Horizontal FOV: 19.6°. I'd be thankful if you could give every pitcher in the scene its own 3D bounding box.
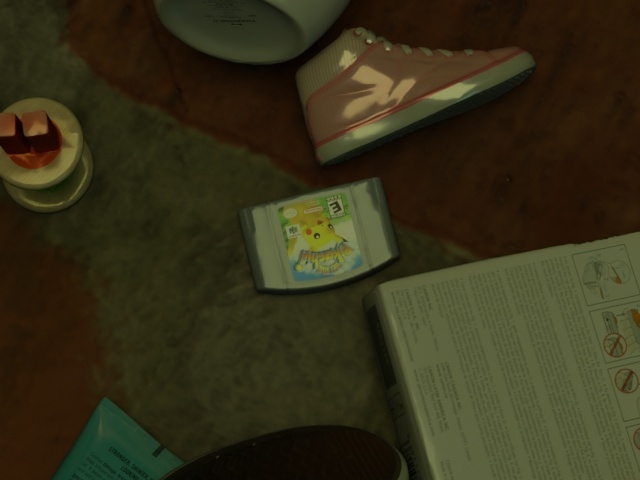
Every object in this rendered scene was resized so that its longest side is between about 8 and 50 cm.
[{"bbox_3d":[-0.050,-0.208,1.040,0.178,0.125,0.207,2,65,23],"label":"pitcher"}]

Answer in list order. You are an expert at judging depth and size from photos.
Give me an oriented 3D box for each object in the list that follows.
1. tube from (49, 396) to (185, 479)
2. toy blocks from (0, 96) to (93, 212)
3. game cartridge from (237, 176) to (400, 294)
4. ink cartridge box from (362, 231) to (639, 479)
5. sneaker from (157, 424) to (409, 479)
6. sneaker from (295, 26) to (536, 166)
[{"bbox_3d":[-0.148,0.187,0.978,0.080,0.052,0.207,39,75,0],"label":"tube"},{"bbox_3d":[-0.185,-0.074,0.986,0.123,0.148,0.054,30,80,8],"label":"toy blocks"},{"bbox_3d":[0.000,0.000,1.033,0.083,0.017,0.056,-14,81,-2],"label":"game cartridge"},{"bbox_3d":[0.125,0.077,1.009,0.179,0.045,0.145,-10,75,-20],"label":"ink cartridge box"},{"bbox_3d":[-0.072,0.206,0.957,0.290,0.123,0.106,-33,48,-23],"label":"sneaker"},{"bbox_3d":[0.049,-0.097,1.035,0.134,0.051,0.070,-22,82,1],"label":"sneaker"}]
